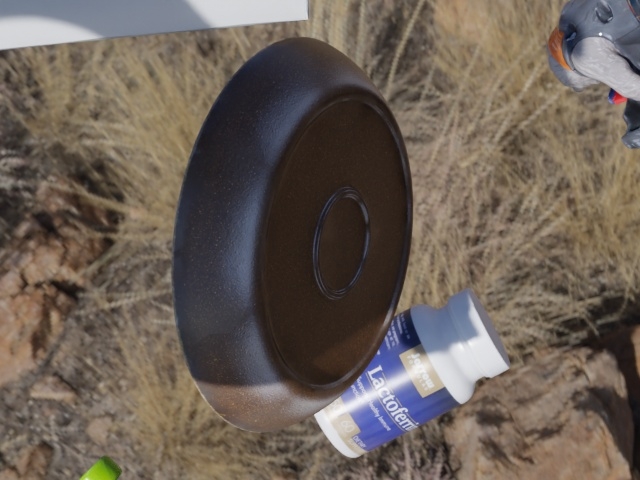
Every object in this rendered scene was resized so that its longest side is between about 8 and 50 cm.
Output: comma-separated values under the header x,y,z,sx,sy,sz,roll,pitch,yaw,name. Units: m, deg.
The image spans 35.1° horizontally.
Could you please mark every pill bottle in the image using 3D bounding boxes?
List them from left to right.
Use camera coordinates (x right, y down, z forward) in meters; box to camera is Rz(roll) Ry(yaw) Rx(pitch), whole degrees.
x,y,z,sx,sy,sz,roll,pitch,yaw,name
0.121,0.182,1.418,0.264,0.153,0.153,-30,49,12,pill bottle

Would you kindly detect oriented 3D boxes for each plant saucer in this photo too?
x,y,z,sx,sy,sz,roll,pitch,yaw,name
0.000,0.000,0.789,0.050,0.311,0.311,8,60,29,plant saucer

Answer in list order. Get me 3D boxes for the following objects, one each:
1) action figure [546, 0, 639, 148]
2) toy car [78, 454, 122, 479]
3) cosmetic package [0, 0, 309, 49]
x,y,z,sx,sy,sz,roll,pitch,yaw,name
0.360,-0.285,1.069,0.330,0.178,0.341,-47,15,46,action figure
-0.255,0.363,1.129,0.188,0.155,0.149,-46,-1,39,toy car
-0.156,-0.264,0.407,0.284,0.377,0.097,-9,37,-7,cosmetic package
